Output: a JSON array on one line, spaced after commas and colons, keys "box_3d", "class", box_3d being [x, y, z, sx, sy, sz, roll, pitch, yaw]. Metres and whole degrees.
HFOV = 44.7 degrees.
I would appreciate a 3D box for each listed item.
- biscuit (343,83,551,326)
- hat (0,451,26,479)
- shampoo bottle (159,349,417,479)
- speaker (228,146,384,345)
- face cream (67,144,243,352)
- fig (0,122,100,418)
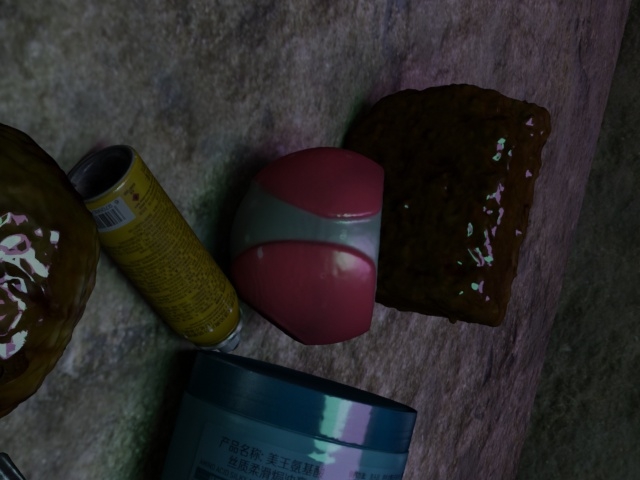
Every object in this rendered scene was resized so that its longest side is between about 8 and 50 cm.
[{"box_3d": [0.184, -0.068, 1.339, 0.166, 0.342, 0.395, 27, 73, -50], "class": "biscuit"}, {"box_3d": [-0.430, 0.355, 0.711, 0.382, 0.257, 0.366, 68, 41, -64], "class": "hat"}, {"box_3d": [-0.062, 0.361, 1.096, 0.331, 0.331, 0.343, 25, 78, -54], "class": "shampoo bottle"}, {"box_3d": [0.000, 0.000, 1.155, 0.294, 0.294, 0.295, -17, 111, -51], "class": "speaker"}, {"box_3d": [-0.197, 0.034, 1.027, 0.105, 0.105, 0.349, -58, 138, -28], "class": "face cream"}, {"box_3d": [-0.370, 0.009, 0.602, 0.368, 0.286, 0.286, 26, 77, -61], "class": "fig"}]
